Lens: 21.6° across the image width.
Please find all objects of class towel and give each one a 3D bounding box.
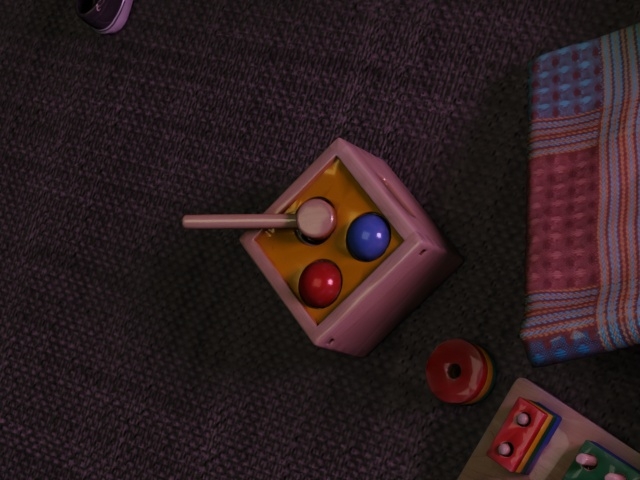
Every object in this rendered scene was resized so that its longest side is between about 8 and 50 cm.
[{"bbox_3d":[0.296,-0.075,1.048,0.370,0.040,0.271,-17,45,27],"label":"towel"}]

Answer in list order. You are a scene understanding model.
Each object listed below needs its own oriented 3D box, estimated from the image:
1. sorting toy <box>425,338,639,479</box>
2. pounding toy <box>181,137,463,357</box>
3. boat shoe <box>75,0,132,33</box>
[{"bbox_3d":[0.154,0.183,1.129,0.274,0.046,0.132,34,97,31],"label":"sorting toy"},{"bbox_3d":[0.000,0.000,1.229,0.130,0.100,0.141,-45,61,14],"label":"pounding toy"},{"bbox_3d":[-0.175,-0.247,1.425,0.049,0.040,0.142,6,82,32],"label":"boat shoe"}]
